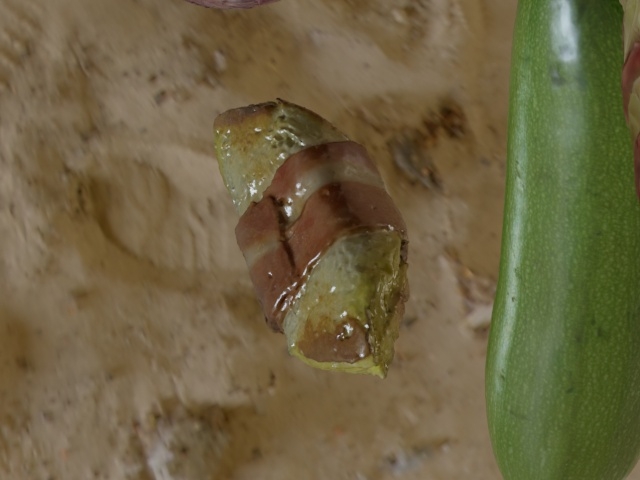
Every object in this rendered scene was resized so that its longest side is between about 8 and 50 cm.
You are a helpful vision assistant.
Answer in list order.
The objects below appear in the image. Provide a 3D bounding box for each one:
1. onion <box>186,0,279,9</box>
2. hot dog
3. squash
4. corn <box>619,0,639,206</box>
[{"bbox_3d":[-0.024,-0.298,1.301,0.349,0.267,0.159,-50,131,-10],"label":"onion"},{"bbox_3d":[0.006,0.000,1.315,0.093,0.261,0.123,18,131,-42],"label":"hot dog"},{"bbox_3d":[0.144,0.008,0.990,0.107,0.107,0.395,-8,125,-11],"label":"squash"},{"bbox_3d":[0.098,0.037,0.250,0.098,0.290,0.098,0,135,0],"label":"corn"}]
